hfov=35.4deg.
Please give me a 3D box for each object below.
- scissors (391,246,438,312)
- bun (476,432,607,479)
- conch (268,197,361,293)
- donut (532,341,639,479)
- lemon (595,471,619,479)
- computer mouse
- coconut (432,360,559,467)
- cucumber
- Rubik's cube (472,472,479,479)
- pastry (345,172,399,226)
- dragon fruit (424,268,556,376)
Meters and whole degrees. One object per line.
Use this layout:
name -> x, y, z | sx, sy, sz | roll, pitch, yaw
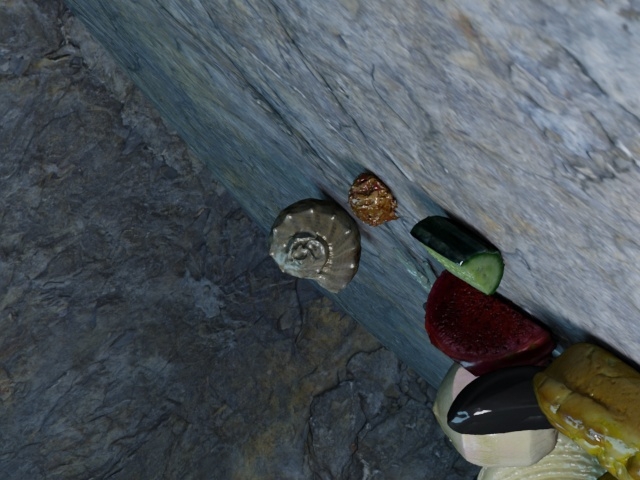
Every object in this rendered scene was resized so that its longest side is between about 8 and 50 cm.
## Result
scissors -> 0.255, 0.127, 2.056 | 0.256, 0.029, 0.383 | 32, 167, 41
bun -> 0.496, 0.511, 1.994 | 0.364, 0.364, 0.202 | 41, -155, 14
conch -> 0.007, -0.010, 2.151 | 0.210, 0.159, 0.291 | 34, -148, -1
donut -> 0.429, 0.259, 1.425 | 0.261, 0.128, 0.208 | 38, 174, 33
lemon -> 0.554, 0.494, 1.629 | 0.293, 0.293, 0.293 | 42, 174, 6
computer mouse -> 0.318, 0.247, 1.594 | 0.137, 0.269, 0.086 | 125, 140, -53
coconut -> 0.324, 0.303, 1.843 | 0.230, 0.227, 0.227 | 0, 157, 18
cucumber -> 0.208, 0.017, 1.473 | 0.115, 0.062, 0.116 | 39, 180, 43
Rubik's cube -> 0.537, 0.609, 2.270 | 0.313, 0.316, 0.318 | 43, 172, -2
pastry -> 0.082, -0.062, 1.705 | 0.087, 0.063, 0.169 | 38, 172, 16
dragon fruit -> 0.274, 0.157, 1.708 | 0.261, 0.189, 0.163 | 41, 144, 45
